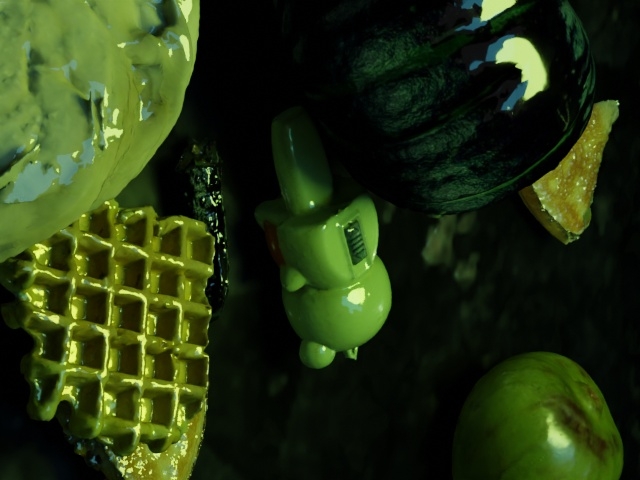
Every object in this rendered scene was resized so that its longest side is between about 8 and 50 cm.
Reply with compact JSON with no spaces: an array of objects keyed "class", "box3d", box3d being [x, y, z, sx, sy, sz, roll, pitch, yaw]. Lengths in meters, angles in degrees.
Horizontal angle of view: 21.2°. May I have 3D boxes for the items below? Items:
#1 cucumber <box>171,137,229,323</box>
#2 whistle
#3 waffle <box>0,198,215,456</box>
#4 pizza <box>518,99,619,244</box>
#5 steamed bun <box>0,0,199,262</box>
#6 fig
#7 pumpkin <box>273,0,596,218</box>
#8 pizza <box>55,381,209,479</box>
[{"class":"cucumber","box3d":[-0.112,-0.005,1.633,0.053,0.053,0.181,-20,113,-45]},{"class":"whistle","box3d":[0.000,0.000,1.711,0.131,0.106,0.288,-38,123,-36]},{"class":"waffle","box3d":[-0.193,0.071,1.495,0.219,0.057,0.229,18,66,-41]},{"class":"pizza","box3d":[0.299,-0.109,2.070,0.195,0.052,0.185,-47,120,-28]},{"class":"steamed bun","box3d":[-0.282,-0.135,1.287,0.325,0.230,0.372,45,65,-7]},{"class":"fig","box3d":[0.232,0.246,1.971,0.203,0.203,0.225,14,127,-48]},{"class":"pumpkin","box3d":[0.107,-0.204,1.636,0.363,0.266,0.363,59,15,-27]},{"class":"pizza","box3d":[-0.191,0.159,1.560,0.199,0.062,0.188,42,53,-36]}]
